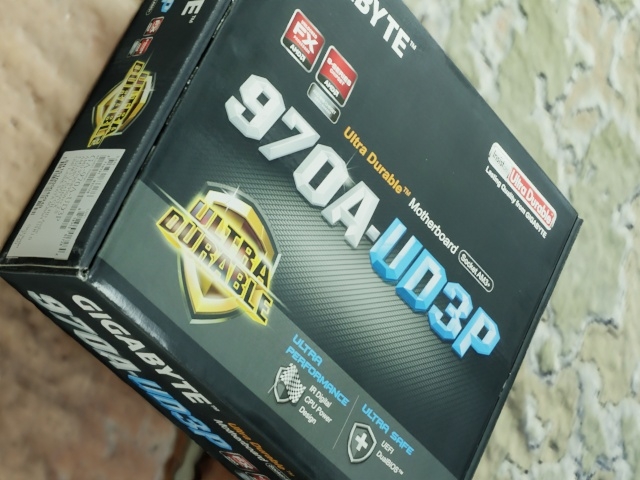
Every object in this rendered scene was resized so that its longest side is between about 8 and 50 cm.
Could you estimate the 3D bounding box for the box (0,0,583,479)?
[{"bbox_3d":[0.000,0.000,0.705,0.220,0.051,0.175,46,60,-37],"label":"box"}]
